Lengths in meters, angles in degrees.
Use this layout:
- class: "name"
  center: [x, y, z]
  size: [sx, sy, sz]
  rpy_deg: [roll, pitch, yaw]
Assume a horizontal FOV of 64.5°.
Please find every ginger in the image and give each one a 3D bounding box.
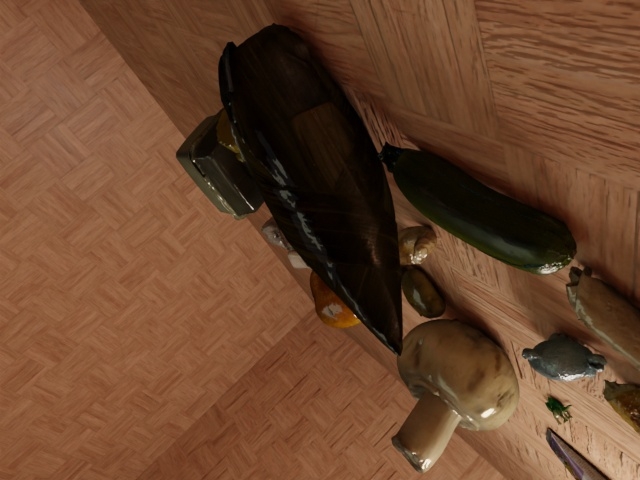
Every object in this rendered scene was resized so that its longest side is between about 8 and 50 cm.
- class: "ginger"
  center: [0.179, 0.017, 1.041]
  size: [0.089, 0.075, 0.288]
  rpy_deg: [51, 173, -3]

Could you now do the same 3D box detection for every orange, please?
- class: "orange"
  center: [0.076, 0.141, 1.500]
  size: [0.183, 0.249, 0.249]
  rpy_deg: [27, -178, -34]

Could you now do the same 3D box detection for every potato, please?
- class: "potato"
  center: [0.241, 0.130, 1.204]
  size: [0.138, 0.070, 0.091]
  rpy_deg: [49, 167, -10]

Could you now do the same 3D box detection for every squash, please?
- class: "squash"
  center: [0.189, -0.054, 0.696]
  size: [0.331, 0.087, 0.087]
  rpy_deg: [41, 168, 36]

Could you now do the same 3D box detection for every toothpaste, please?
- class: "toothpaste"
  center: [0.684, 0.609, 1.276]
  size: [0.299, 0.073, 0.114]
  rpy_deg: [48, 173, 39]

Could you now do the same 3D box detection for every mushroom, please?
- class: "mushroom"
  center: [0.283, 0.360, 1.179]
  size: [0.314, 0.336, 0.314]
  rpy_deg: [36, 155, 20]

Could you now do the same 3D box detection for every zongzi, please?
- class: "zongzi"
  center: [-0.003, -0.090, 0.753]
  size: [0.403, 0.208, 0.432]
  rpy_deg: [60, -173, -37]

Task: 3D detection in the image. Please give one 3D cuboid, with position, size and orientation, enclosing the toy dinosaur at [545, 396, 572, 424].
- class: "toy dinosaur"
  center: [0.523, 0.369, 1.115]
  size: [0.060, 0.029, 0.119]
  rpy_deg: [54, 174, 30]

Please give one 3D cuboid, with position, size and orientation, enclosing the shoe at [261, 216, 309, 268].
- class: "shoe"
  center: [0.002, 0.002, 1.329]
  size: [0.351, 0.198, 0.172]
  rpy_deg: [39, 170, 42]

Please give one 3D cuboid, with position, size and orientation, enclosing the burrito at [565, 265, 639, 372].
- class: "burrito"
  center: [0.402, 0.137, 0.604]
  size: [0.275, 0.059, 0.082]
  rpy_deg: [45, -150, 16]

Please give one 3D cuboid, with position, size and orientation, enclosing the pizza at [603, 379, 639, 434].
- class: "pizza"
  center: [0.519, 0.278, 0.688]
  size: [0.292, 0.058, 0.197]
  rpy_deg: [37, 165, 43]

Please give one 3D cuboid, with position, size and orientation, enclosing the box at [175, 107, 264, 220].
- class: "box"
  center: [-0.262, -0.220, 1.497]
  size: [0.166, 0.220, 0.290]
  rpy_deg: [7, 144, 39]

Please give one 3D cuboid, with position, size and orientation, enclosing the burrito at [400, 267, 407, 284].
- class: "burrito"
  center: [0.168, 0.076, 1.226]
  size: [0.064, 0.064, 0.203]
  rpy_deg: [42, -176, 25]

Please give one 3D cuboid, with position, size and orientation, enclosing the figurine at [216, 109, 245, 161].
- class: "figurine"
  center: [-0.063, -0.180, 1.134]
  size: [0.187, 0.168, 0.315]
  rpy_deg: [0, 150, 38]

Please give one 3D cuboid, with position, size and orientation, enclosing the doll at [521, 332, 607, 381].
- class: "doll"
  center: [0.403, 0.193, 0.851]
  size: [0.120, 0.075, 0.180]
  rpy_deg: [-1, 170, 23]
